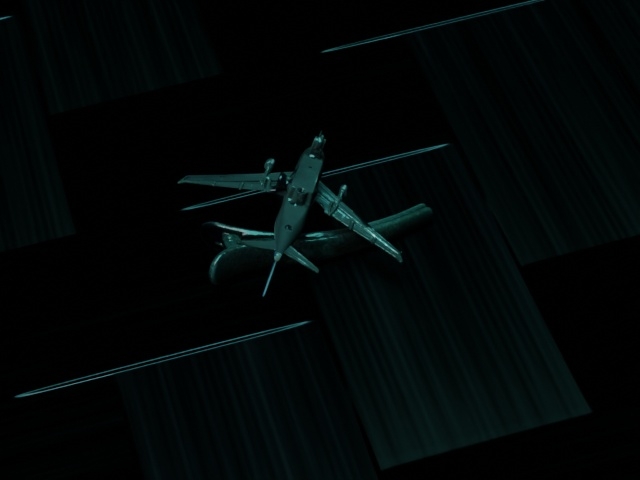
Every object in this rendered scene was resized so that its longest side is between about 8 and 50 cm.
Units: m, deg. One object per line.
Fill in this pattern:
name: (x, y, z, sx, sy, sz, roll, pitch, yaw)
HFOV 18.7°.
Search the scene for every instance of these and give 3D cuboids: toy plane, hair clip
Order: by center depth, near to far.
toy plane: (-0.022, -0.037, 1.869, 0.226, 0.058, 0.226, 20, 42, -1)
hair clip: (0.000, 0.000, 1.898, 0.229, 0.039, 0.070, -7, 43, -7)
